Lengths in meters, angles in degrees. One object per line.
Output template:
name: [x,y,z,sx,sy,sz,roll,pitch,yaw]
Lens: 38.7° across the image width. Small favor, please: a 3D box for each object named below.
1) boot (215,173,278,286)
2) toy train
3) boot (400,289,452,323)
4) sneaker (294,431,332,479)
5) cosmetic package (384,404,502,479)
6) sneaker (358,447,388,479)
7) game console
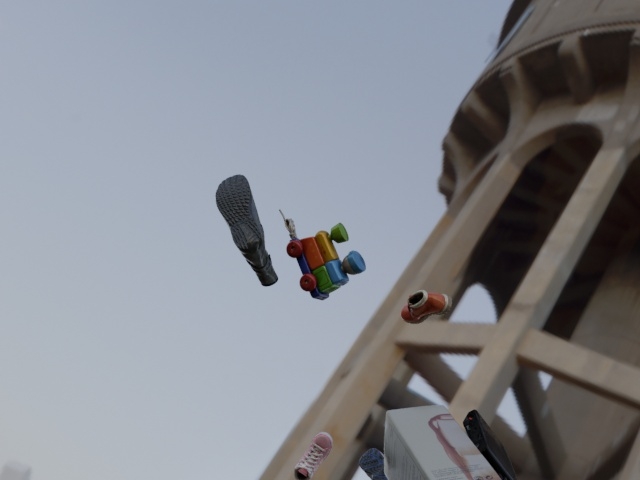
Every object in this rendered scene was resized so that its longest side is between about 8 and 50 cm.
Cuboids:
boot: [-0.165,-0.019,2.068,0.083,0.246,0.161,-20,-40,1]
toy train: [0.000,0.000,2.108,0.143,0.248,0.105,-29,-21,18]
boot: [0.222,0.150,2.111,0.085,0.059,0.158,16,-27,-28]
sneaker: [-0.018,0.516,2.144,0.051,0.070,0.134,34,-66,5]
cosmetic package: [0.222,0.443,1.704,0.296,0.129,0.153,-127,-145,-67]
sneaker: [0.166,0.574,2.175,0.081,0.080,0.211,50,0,-22]
game console: [0.411,0.559,2.022,0.044,0.361,0.213,-28,-52,13]
